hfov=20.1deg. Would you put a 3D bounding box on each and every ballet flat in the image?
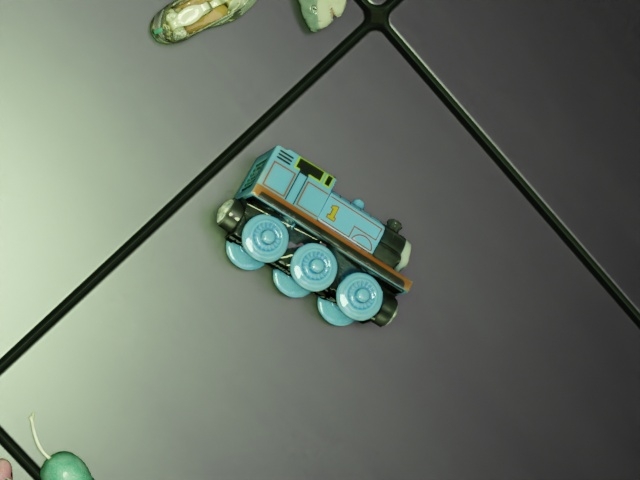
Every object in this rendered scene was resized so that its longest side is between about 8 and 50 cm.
[{"bbox_3d":[-0.095,-0.206,1.580,0.114,0.041,0.041,-31,96,-15],"label":"ballet flat"}]

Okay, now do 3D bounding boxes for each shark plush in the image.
[{"bbox_3d":[-0.024,-0.268,1.596,0.067,0.073,0.161,-33,103,16],"label":"shark plush"}]

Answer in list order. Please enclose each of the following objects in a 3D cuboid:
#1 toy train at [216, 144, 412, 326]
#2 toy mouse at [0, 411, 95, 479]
[{"bbox_3d":[0.000,0.000,1.579,0.184,0.080,0.105,32,74,-12],"label":"toy train"},{"bbox_3d":[-0.244,0.218,1.525,0.161,0.031,0.143,5,86,-15],"label":"toy mouse"}]
